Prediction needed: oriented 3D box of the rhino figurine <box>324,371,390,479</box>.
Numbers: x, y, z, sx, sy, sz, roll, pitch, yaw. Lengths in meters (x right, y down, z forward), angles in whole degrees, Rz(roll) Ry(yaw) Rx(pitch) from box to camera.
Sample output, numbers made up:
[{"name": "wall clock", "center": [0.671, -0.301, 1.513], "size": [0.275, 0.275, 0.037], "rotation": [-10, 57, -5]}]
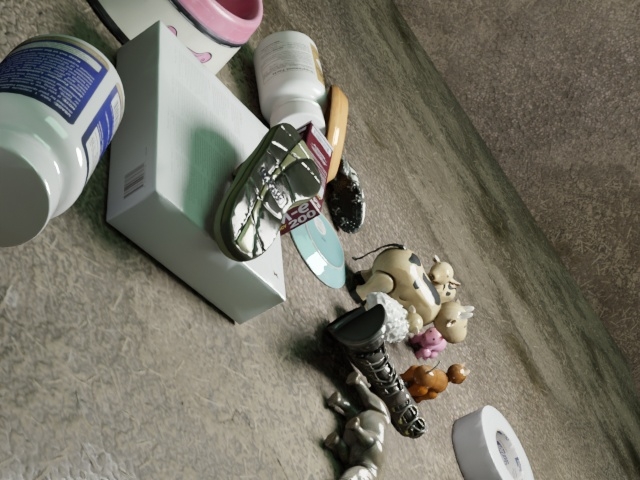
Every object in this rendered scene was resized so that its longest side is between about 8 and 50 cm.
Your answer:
[{"name": "rhino figurine", "center": [0.062, 0.318, 1.572], "size": [0.106, 0.073, 0.243], "rotation": [48, 26, -24]}]

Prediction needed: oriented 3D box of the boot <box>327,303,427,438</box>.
[{"name": "boot", "center": [0.110, 0.222, 1.691], "size": [0.229, 0.091, 0.263], "rotation": [59, -6, -3]}]

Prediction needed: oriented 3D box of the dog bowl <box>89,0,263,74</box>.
[{"name": "dog bowl", "center": [-0.254, -0.469, 1.738], "size": [0.408, 0.150, 0.408], "rotation": [48, 25, -31]}]

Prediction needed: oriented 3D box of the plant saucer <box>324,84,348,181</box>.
[{"name": "plant saucer", "center": [0.022, -0.201, 2.004], "size": [0.200, 0.037, 0.200], "rotation": [-172, -90, -84]}]

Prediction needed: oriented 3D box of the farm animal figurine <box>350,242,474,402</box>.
[{"name": "farm animal figurine", "center": [0.199, 0.124, 1.990], "size": [0.327, 0.172, 0.330], "rotation": [48, 24, -30]}]

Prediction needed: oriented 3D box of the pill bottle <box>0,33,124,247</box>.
[{"name": "pill bottle", "center": [-0.317, -0.112, 1.132], "size": [0.153, 0.153, 0.264], "rotation": [52, 22, -23]}]

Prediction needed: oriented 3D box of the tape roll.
[{"name": "tape roll", "center": [0.349, 0.445, 2.069], "size": [0.219, 0.072, 0.219], "rotation": [49, 23, -29]}]

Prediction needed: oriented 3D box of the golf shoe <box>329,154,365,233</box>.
[{"name": "golf shoe", "center": [0.062, -0.090, 2.085], "size": [0.094, 0.077, 0.198], "rotation": [36, 33, -49]}]

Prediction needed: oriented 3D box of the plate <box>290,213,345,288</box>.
[{"name": "plate", "center": [0.000, 0.000, 1.900], "size": [0.188, 0.024, 0.188], "rotation": [47, 26, -31]}]

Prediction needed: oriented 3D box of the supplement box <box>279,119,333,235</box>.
[{"name": "supplement box", "center": [-0.057, -0.099, 1.745], "size": [0.073, 0.130, 0.239], "rotation": [53, 23, -22]}]

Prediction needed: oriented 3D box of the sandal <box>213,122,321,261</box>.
[{"name": "sandal", "center": [-0.088, -0.073, 1.462], "size": [0.120, 0.086, 0.303], "rotation": [62, 35, -17]}]

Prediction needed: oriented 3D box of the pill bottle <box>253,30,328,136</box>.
[{"name": "pill bottle", "center": [-0.055, -0.284, 1.985], "size": [0.131, 0.131, 0.229], "rotation": [40, 29, -43]}]

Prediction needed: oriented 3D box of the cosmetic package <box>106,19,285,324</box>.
[{"name": "cosmetic package", "center": [-0.179, -0.103, 1.518], "size": [0.284, 0.097, 0.377], "rotation": [41, 29, -38]}]
